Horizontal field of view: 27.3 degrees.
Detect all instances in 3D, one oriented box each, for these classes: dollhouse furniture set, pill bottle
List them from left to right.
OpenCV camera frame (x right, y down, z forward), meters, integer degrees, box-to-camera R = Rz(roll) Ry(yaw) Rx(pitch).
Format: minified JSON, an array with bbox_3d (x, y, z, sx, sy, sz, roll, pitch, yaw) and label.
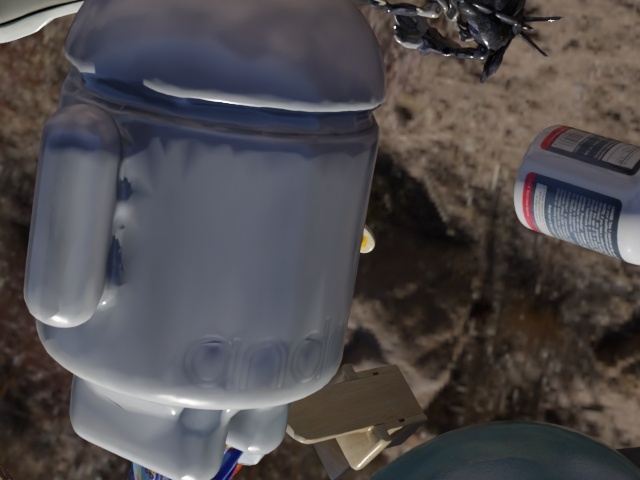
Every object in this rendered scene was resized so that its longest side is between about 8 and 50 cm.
[{"bbox_3d":[-0.019,0.332,1.172,0.174,0.303,0.355,-6,148,-42],"label":"dollhouse furniture set"},{"bbox_3d":[0.283,-0.037,1.236,0.180,0.108,0.108,22,158,37],"label":"pill bottle"}]

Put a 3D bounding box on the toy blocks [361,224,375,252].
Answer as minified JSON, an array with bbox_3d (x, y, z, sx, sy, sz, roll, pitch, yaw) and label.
[{"bbox_3d":[0.000,0.000,1.876,0.054,0.148,0.123,-22,104,46],"label":"toy blocks"}]

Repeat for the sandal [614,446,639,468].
[{"bbox_3d":[0.191,0.196,0.966,0.255,0.054,0.097,-18,131,36],"label":"sandal"}]

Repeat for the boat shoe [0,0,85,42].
[{"bbox_3d":[-0.247,-0.296,1.386,0.305,0.109,0.091,-15,116,28],"label":"boat shoe"}]

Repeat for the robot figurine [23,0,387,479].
[{"bbox_3d":[-0.069,-0.031,0.833,0.200,0.353,0.300,16,-163,26],"label":"robot figurine"}]

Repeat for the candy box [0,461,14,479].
[{"bbox_3d":[-0.297,0.243,1.203,0.187,0.053,0.109,35,159,46],"label":"candy box"}]

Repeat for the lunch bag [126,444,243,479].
[{"bbox_3d":[-0.154,0.161,1.368,0.138,0.221,0.293,8,124,-26],"label":"lunch bag"}]

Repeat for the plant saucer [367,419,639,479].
[{"bbox_3d":[0.122,0.267,0.782,0.318,0.317,0.044,28,167,-21],"label":"plant saucer"}]

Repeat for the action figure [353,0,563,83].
[{"bbox_3d":[0.142,-0.288,1.524,0.276,0.164,0.141,16,-163,-29],"label":"action figure"}]

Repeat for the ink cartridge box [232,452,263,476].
[{"bbox_3d":[-0.069,0.289,2.003,0.045,0.145,0.179,35,147,13],"label":"ink cartridge box"}]
